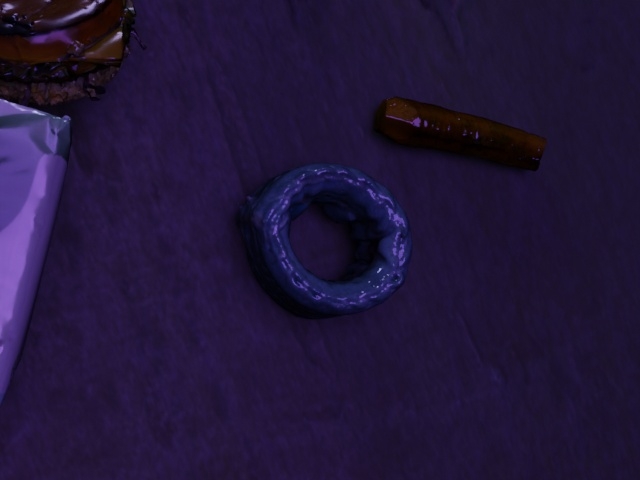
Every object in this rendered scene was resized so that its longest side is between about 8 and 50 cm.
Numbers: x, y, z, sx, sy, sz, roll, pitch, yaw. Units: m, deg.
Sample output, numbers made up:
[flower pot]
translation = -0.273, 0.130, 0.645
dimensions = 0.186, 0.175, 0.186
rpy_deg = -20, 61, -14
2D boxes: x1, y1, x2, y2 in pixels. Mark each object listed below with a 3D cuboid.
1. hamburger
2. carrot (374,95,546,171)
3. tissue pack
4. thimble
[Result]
[hamburger]
translation = -0.334, -0.248, 1.349
dimensions = 0.243, 0.139, 0.262
rpy_deg = -1, 45, -2
[carrot]
translation = 0.203, -0.150, 1.595
dimensions = 0.260, 0.070, 0.070
rpy_deg = 11, 83, -20
[tissue pack]
translation = -0.414, 0.016, 1.277
dimensions = 0.194, 0.266, 0.356
rpy_deg = 15, 82, -16
[thimble]
translation = 0.000, 0.000, 1.478
dimensions = 0.235, 0.143, 0.198
rpy_deg = 25, 78, -13
